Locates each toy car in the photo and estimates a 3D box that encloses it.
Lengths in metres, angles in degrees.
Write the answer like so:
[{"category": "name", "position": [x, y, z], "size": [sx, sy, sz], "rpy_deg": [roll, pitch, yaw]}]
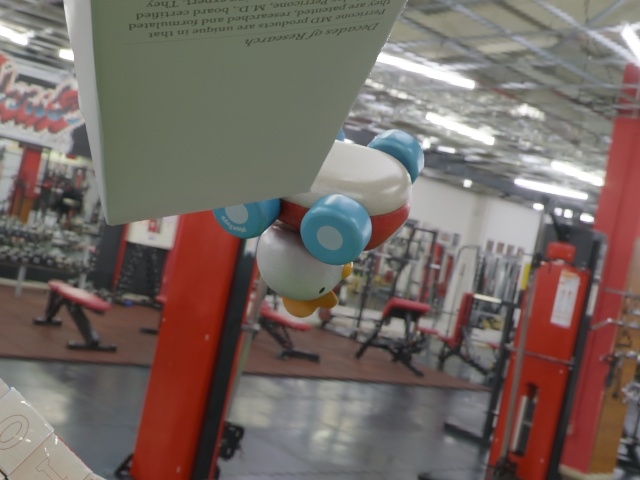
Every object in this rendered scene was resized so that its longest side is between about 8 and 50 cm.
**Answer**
[{"category": "toy car", "position": [0.000, 0.000, 0.989], "size": [0.210, 0.238, 0.219], "rpy_deg": [16, 36, 18]}]

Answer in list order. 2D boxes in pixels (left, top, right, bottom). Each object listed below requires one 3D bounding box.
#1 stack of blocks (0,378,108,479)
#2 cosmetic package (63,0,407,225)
[{"category": "stack of blocks", "position": [-0.192, 0.213, 0.597], "size": [0.297, 0.087, 0.171], "rpy_deg": [51, -27, -12]}, {"category": "cosmetic package", "position": [-0.060, -0.167, 0.423], "size": [0.155, 0.197, 0.365], "rpy_deg": [-10, -16, -15]}]
